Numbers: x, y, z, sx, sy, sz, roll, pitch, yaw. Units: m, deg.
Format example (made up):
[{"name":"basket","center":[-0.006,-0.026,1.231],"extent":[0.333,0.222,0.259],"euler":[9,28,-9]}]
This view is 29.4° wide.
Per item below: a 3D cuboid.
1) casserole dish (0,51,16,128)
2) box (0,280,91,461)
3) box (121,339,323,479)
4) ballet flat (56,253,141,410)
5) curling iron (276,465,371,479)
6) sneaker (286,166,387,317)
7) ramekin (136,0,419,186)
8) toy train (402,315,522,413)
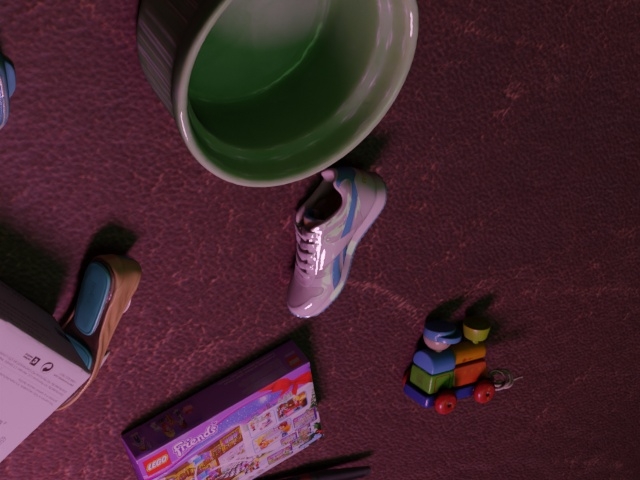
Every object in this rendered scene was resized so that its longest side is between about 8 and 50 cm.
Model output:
[{"name":"casserole dish","center":[-0.394,-0.136,1.238],"extent":[0.188,0.037,0.114],"euler":[-19,135,-26]},{"name":"box","center":[-0.404,0.149,1.427],"extent":[0.182,0.119,0.181],"euler":[-44,142,0]},{"name":"box","center":[-0.140,0.295,1.840],"extent":[0.293,0.057,0.201],"euler":[-28,140,-18]},{"name":"ballet flat","center":[-0.285,0.119,1.540],"extent":[0.073,0.080,0.232],"euler":[-9,134,-55]},{"name":"curling iron","center":[-0.030,0.415,2.065],"extent":[0.274,0.035,0.068],"euler":[-11,136,-33]},{"name":"sneaker","center":[0.000,0.000,1.675],"extent":[0.092,0.087,0.228],"euler":[12,110,-38]},{"name":"ramekin","center":[-0.055,-0.224,1.357],"extent":[0.303,0.148,0.303],"euler":[-23,138,-23]},{"name":"toy train","center":[0.260,0.191,2.067],"extent":[0.248,0.105,0.143],"euler":[-10,118,-35]}]
